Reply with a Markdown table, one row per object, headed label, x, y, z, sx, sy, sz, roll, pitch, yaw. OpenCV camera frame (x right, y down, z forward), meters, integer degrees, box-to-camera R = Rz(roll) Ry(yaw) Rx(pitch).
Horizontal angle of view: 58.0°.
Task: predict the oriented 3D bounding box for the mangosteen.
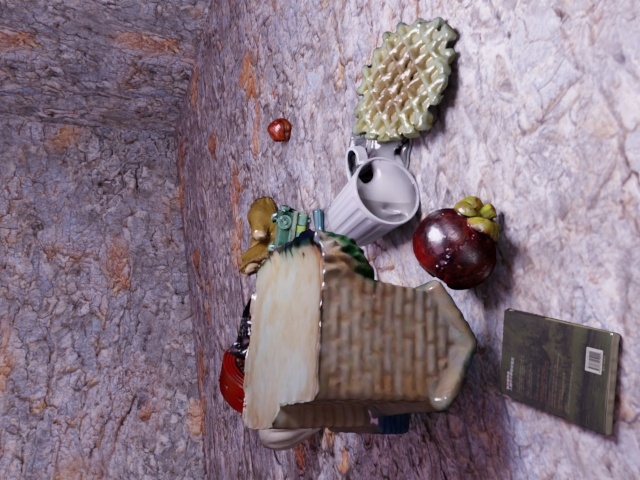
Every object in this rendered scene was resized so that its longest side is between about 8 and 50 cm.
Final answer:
| label | x | y | z | sx | sy | sz | roll | pitch | yaw |
| --- | --- | --- | --- | --- | --- | --- | --- | --- | --- |
| mangosteen | 0.268 | 0.001 | 1.103 | 0.180 | 0.166 | 0.166 | -54 | 36 | 13 |

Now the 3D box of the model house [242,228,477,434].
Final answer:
| label | x | y | z | sx | sy | sz | roll | pitch | yaw |
| --- | --- | --- | --- | --- | --- | --- | --- | --- | --- |
| model house | 0.089 | 0.206 | 1.215 | 0.445 | 0.399 | 0.395 | 141 | 137 | -60 |

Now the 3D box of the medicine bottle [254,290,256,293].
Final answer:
| label | x | y | z | sx | sy | sz | roll | pitch | yaw |
| --- | --- | --- | --- | --- | --- | --- | --- | --- | --- |
| medicine bottle | -0.217 | 0.268 | 2.181 | 0.095 | 0.095 | 0.260 | -134 | 49 | -56 |

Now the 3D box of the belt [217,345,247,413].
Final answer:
| label | x | y | z | sx | sy | sz | roll | pitch | yaw |
| --- | --- | --- | --- | --- | --- | --- | --- | --- | --- |
| belt | -0.245 | 0.496 | 2.078 | 0.324 | 0.227 | 0.115 | 43 | 124 | 54 |

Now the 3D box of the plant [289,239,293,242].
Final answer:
| label | x | y | z | sx | sy | sz | roll | pitch | yaw |
| --- | --- | --- | --- | --- | --- | --- | --- | --- | --- |
| plant | -0.011 | 0.124 | 1.675 | 0.275 | 0.149 | 0.146 | 68 | -167 | 14 |

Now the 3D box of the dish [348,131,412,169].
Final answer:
| label | x | y | z | sx | sy | sz | roll | pitch | yaw |
| --- | --- | --- | --- | --- | --- | --- | --- | --- | --- |
| dish | 0.133 | -0.235 | 1.476 | 0.246 | 0.078 | 0.224 | -151 | 66 | -62 |

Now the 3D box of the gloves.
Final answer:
| label | x | y | z | sx | sy | sz | roll | pitch | yaw |
| --- | --- | --- | --- | --- | --- | --- | --- | --- | --- |
| gloves | -0.197 | -0.011 | 2.064 | 0.356 | 0.155 | 0.203 | -86 | 7 | -47 |

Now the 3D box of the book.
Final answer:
| label | x | y | z | sx | sy | sz | roll | pitch | yaw |
| --- | --- | --- | --- | --- | --- | --- | --- | --- | --- |
| book | 0.391 | 0.211 | 0.969 | 0.228 | 0.024 | 0.160 | -173 | 85 | -65 |

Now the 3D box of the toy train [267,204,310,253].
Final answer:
| label | x | y | z | sx | sy | sz | roll | pitch | yaw |
| --- | --- | --- | --- | --- | --- | --- | --- | --- | --- |
| toy train | -0.099 | -0.014 | 1.902 | 0.083 | 0.132 | 0.200 | -140 | 57 | -65 |

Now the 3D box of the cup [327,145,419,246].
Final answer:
| label | x | y | z | sx | sy | sz | roll | pitch | yaw |
| --- | --- | --- | --- | --- | --- | --- | --- | --- | --- |
| cup | 0.123 | -0.107 | 1.412 | 0.202 | 0.166 | 0.221 | 137 | 146 | -60 |

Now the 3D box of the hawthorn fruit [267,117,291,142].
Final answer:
| label | x | y | z | sx | sy | sz | roll | pitch | yaw |
| --- | --- | --- | --- | --- | --- | --- | --- | --- | --- |
| hawthorn fruit | -0.146 | -0.393 | 2.077 | 0.093 | 0.093 | 0.093 | -179 | 90 | -65 |

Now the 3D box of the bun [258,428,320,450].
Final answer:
| label | x | y | z | sx | sy | sz | roll | pitch | yaw |
| --- | --- | --- | --- | --- | --- | --- | --- | --- | --- |
| bun | -0.070 | 0.530 | 1.790 | 0.263 | 0.175 | 0.263 | 7 | -90 | -75 |

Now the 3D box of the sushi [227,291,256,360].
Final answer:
| label | x | y | z | sx | sy | sz | roll | pitch | yaw |
| --- | --- | --- | --- | --- | --- | --- | --- | --- | --- |
| sushi | -0.148 | 0.335 | 1.940 | 0.212 | 0.215 | 0.227 | 25 | 91 | 58 |

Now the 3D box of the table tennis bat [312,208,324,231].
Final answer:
| label | x | y | z | sx | sy | sz | roll | pitch | yaw |
| --- | --- | --- | --- | --- | --- | --- | --- | --- | --- |
| table tennis bat | 0.000 | 0.000 | 1.806 | 0.124 | 0.033 | 0.201 | -12 | 83 | 62 |

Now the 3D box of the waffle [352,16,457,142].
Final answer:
| label | x | y | z | sx | sy | sz | roll | pitch | yaw |
| --- | --- | --- | --- | --- | --- | --- | --- | --- | --- |
| waffle | 0.188 | -0.367 | 1.333 | 0.309 | 0.056 | 0.292 | 13 | 88 | 58 |
